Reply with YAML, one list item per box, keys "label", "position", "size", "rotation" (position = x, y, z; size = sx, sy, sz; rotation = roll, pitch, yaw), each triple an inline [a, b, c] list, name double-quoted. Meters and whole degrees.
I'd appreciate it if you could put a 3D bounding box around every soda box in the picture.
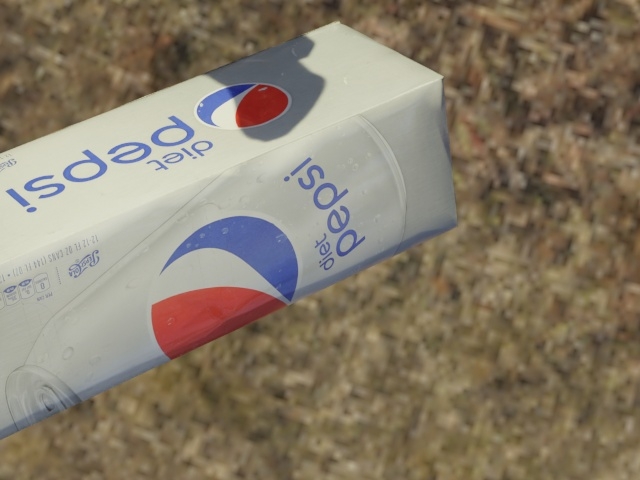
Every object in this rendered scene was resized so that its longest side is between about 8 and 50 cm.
- label: "soda box"
  position: [-0.075, -0.008, 0.962]
  size: [0.098, 0.286, 0.091]
  rotation: [34, 141, 47]
